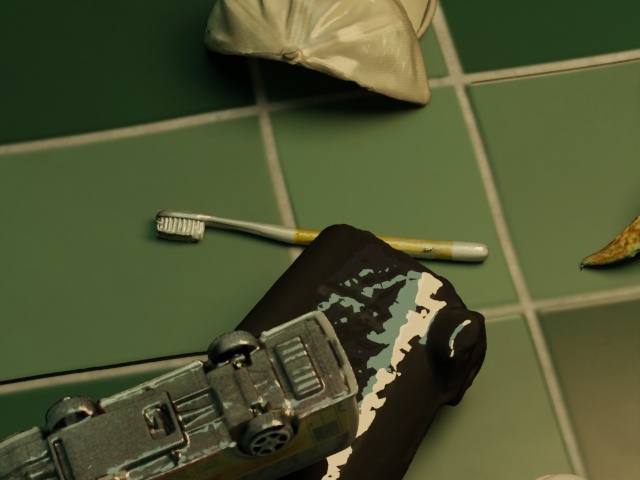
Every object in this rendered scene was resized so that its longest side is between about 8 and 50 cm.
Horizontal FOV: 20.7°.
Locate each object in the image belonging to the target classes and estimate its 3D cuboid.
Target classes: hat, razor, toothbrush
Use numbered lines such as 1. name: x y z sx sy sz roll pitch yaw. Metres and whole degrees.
1. hat: 0.014 -0.239 1.600 0.220 0.164 0.226 14 77 7
2. razor: -0.018 0.144 1.341 0.189 0.107 0.327 30 65 19
3. toothbrush: 0.000 0.000 1.499 0.288 0.021 0.024 6 66 3

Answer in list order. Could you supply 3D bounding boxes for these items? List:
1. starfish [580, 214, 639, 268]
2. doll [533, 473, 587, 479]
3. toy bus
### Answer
1. starfish: 0.360 -0.085 1.487 0.347 0.078 0.358 -39 42 -5
2. doll: 0.242 0.272 1.269 0.365 0.094 0.160 24 55 15
3. toy bus: -0.102 0.145 1.223 0.268 0.106 0.092 -23 56 -5
